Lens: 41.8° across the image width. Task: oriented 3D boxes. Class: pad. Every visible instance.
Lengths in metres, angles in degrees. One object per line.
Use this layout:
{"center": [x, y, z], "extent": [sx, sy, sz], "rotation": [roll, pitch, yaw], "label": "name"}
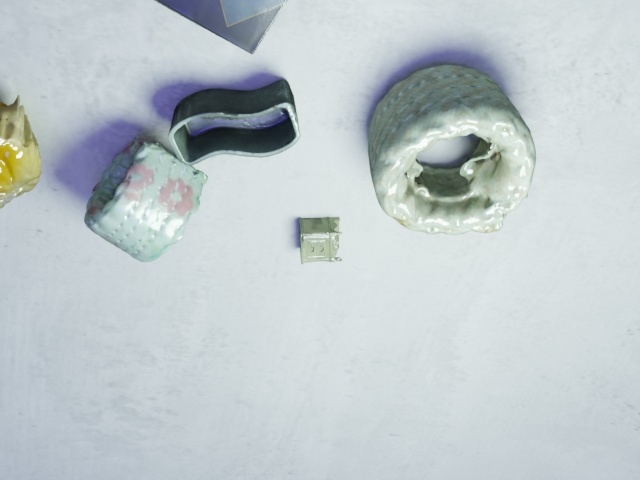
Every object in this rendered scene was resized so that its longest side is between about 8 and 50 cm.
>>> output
{"center": [-0.177, -0.434, 1.407], "extent": [0.243, 0.004, 0.163], "rotation": [26, 118, -20], "label": "pad"}

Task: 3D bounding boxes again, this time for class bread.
{"center": [-0.674, -0.112, 1.412], "extent": [0.389, 0.183, 0.236], "rotation": [-16, 132, -27], "label": "bread"}

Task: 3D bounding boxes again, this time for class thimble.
{"center": [0.237, -0.156, 1.520], "extent": [0.292, 0.195, 0.291], "rotation": [-2, 130, -3], "label": "thimble"}
{"center": [-0.317, -0.079, 1.531], "extent": [0.149, 0.185, 0.211], "rotation": [35, 108, -27], "label": "thimble"}

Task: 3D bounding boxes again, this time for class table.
{"center": [0.000, 0.000, 1.686], "extent": [0.083, 0.062, 0.079], "rotation": [-2, 125, -4], "label": "table"}

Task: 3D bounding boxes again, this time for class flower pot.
{"center": [-0.153, -0.211, 1.501], "extent": [0.229, 0.108, 0.103], "rotation": [-7, 125, 1], "label": "flower pot"}
